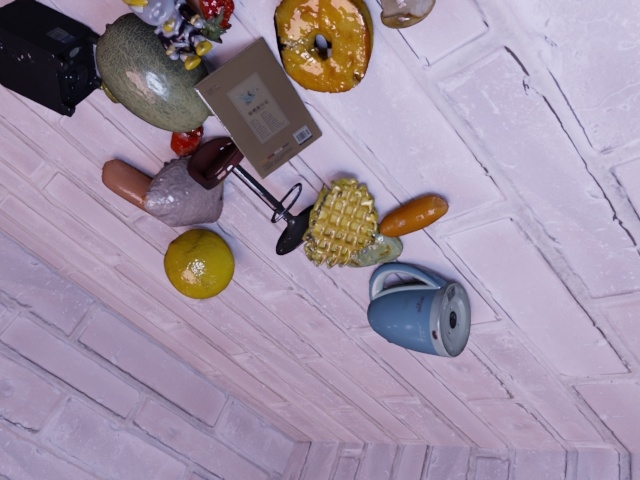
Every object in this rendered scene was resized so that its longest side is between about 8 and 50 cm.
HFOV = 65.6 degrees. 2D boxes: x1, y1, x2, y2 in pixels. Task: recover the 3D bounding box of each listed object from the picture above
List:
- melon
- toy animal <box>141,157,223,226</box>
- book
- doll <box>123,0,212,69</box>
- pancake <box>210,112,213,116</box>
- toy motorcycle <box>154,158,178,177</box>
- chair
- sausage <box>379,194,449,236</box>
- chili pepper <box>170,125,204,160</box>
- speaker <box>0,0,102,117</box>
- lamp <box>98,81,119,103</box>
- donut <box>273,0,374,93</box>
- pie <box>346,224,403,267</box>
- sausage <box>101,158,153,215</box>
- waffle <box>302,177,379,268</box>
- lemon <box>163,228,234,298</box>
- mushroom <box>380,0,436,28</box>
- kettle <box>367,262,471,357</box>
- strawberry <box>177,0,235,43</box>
[{"bbox_3d":[-0.427,-0.432,1.304,0.249,0.248,0.329,-12,132,39],"label":"melon"},{"bbox_3d":[-0.438,-0.159,1.613,0.188,0.358,0.226,21,104,18],"label":"toy animal"},{"bbox_3d":[-0.157,-0.342,1.327,0.310,0.217,0.021,54,179,-33],"label":"book"},{"bbox_3d":[-0.373,-0.541,1.137,0.316,0.103,0.145,52,145,-4],"label":"doll"},{"bbox_3d":[-0.336,-0.409,1.472,0.108,0.017,0.108,15,145,11],"label":"pancake"},{"bbox_3d":[-0.514,-0.228,1.757,0.106,0.074,0.190,34,143,-26],"label":"toy motorcycle"},{"bbox_3d":[-0.199,-0.160,1.524,0.401,0.226,0.226,42,140,-21],"label":"chair"},{"bbox_3d":[0.273,-0.069,1.473,0.098,0.098,0.238,42,141,-21],"label":"sausage"},{"bbox_3d":[-0.436,-0.312,1.595,0.086,0.084,0.192,57,141,12],"label":"chili pepper"},{"bbox_3d":[-0.801,-0.529,1.457,0.254,0.184,0.232,27,143,0],"label":"speaker"},{"bbox_3d":[-0.563,-0.455,1.447,0.157,0.135,0.156,26,145,-1],"label":"lamp"},{"bbox_3d":[0.010,-0.459,1.133,0.254,0.118,0.253,17,145,12],"label":"donut"},{"bbox_3d":[0.142,0.021,1.659,0.248,0.090,0.201,-14,125,36],"label":"pie"},{"bbox_3d":[-0.671,-0.187,1.847,0.304,0.121,0.121,32,143,-6],"label":"sausage"},{"bbox_3d":[0.060,-0.044,1.493,0.060,0.262,0.280,39,155,55],"label":"waffle"},{"bbox_3d":[-0.474,0.092,1.953,0.293,0.293,0.293,16,142,13],"label":"lemon"},{"bbox_3d":[0.084,-0.593,0.920,0.154,0.137,0.407,-16,122,25],"label":"mushroom"},{"bbox_3d":[0.312,0.229,1.732,0.342,0.247,0.319,0,105,40],"label":"kettle"},{"bbox_3d":[-0.293,-0.593,1.170,0.228,0.098,0.174,55,153,-4],"label":"strawberry"}]
